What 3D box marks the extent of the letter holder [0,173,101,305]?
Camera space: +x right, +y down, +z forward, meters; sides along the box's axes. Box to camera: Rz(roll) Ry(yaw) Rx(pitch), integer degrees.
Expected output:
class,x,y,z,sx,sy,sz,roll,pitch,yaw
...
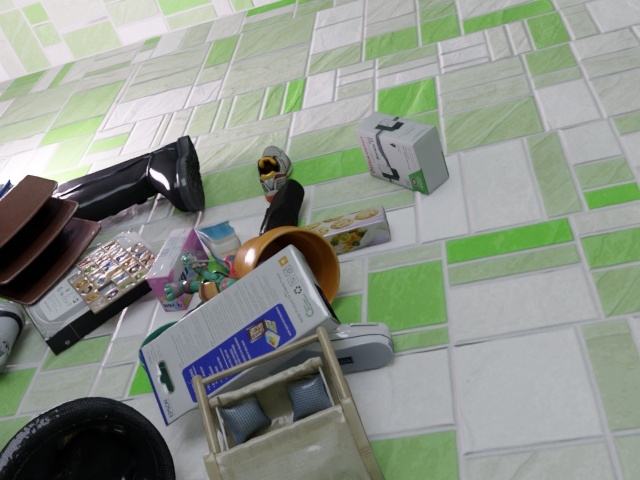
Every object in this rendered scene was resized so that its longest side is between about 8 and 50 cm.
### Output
class,x,y,z,sx,sy,sz,roll,pitch,yaw
letter holder,-0.736,-0.004,1.894,0.214,0.152,0.302,12,50,24

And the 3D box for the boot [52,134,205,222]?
class,x,y,z,sx,sy,sz,roll,pitch,yaw
boot,-0.558,-0.120,2.087,0.445,0.146,0.367,-19,28,0

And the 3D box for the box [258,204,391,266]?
class,x,y,z,sx,sy,sz,roll,pitch,yaw
box,0.000,0.000,1.713,0.323,0.063,0.067,-15,35,10

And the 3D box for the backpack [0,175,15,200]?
class,x,y,z,sx,sy,sz,roll,pitch,yaw
backpack,-0.932,-0.063,2.175,0.276,0.213,0.263,-11,26,19

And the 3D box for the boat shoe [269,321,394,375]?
class,x,y,z,sx,sy,sz,roll,pitch,yaw
boat shoe,0.012,0.207,1.429,0.258,0.095,0.084,-4,34,7

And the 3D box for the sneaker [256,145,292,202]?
class,x,y,z,sx,sy,sz,roll,pitch,yaw
sneaker,-0.126,-0.201,2.013,0.088,0.093,0.225,-18,35,5

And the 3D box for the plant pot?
class,x,y,z,sx,sy,sz,roll,pitch,yaw
plant pot,-0.091,0.064,1.584,0.205,0.205,0.188,-36,23,-19

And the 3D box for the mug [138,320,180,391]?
class,x,y,z,sx,sy,sz,roll,pitch,yaw
mug,-0.295,0.252,1.511,0.129,0.097,0.158,-8,39,18

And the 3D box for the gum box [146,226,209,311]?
class,x,y,z,sx,sy,sz,roll,pitch,yaw
gum box,-0.334,0.063,1.768,0.062,0.107,0.188,-6,39,20

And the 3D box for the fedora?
class,x,y,z,sx,sy,sz,roll,pitch,yaw
fedora,-0.416,0.436,1.257,0.334,0.334,0.152,-50,11,-33

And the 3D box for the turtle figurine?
class,x,y,z,sx,sy,sz,roll,pitch,yaw
turtle figurine,-0.240,0.115,1.570,0.118,0.175,0.234,-9,-9,-37

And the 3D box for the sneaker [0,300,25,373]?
class,x,y,z,sx,sy,sz,roll,pitch,yaw
sneaker,-0.890,0.277,1.754,0.365,0.137,0.210,-19,33,-1

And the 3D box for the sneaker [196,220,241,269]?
class,x,y,z,sx,sy,sz,roll,pitch,yaw
sneaker,-0.243,0.010,1.811,0.087,0.092,0.228,-20,15,-9

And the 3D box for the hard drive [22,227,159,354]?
class,x,y,z,sx,sy,sz,roll,pitch,yaw
hard drive,-0.563,0.115,1.860,0.339,0.064,0.237,-35,38,-19

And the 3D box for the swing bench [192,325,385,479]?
class,x,y,z,sx,sy,sz,roll,pitch,yaw
swing bench,-0.059,0.319,1.245,0.253,0.165,0.255,-22,36,-1

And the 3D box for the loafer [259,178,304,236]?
class,x,y,z,sx,sy,sz,roll,pitch,yaw
loafer,-0.100,-0.057,1.844,0.078,0.080,0.220,-36,22,43

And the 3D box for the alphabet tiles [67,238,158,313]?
class,x,y,z,sx,sy,sz,roll,pitch,yaw
alphabet tiles,-0.511,0.072,1.828,0.198,0.009,0.237,-37,39,-19

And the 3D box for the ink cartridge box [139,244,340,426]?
class,x,y,z,sx,sy,sz,roll,pitch,yaw
ink cartridge box,-0.157,0.182,1.395,0.370,0.069,0.176,-33,58,6

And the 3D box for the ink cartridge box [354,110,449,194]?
class,x,y,z,sx,sy,sz,roll,pitch,yaw
ink cartridge box,0.197,-0.216,1.815,0.087,0.153,0.208,-40,38,-22
